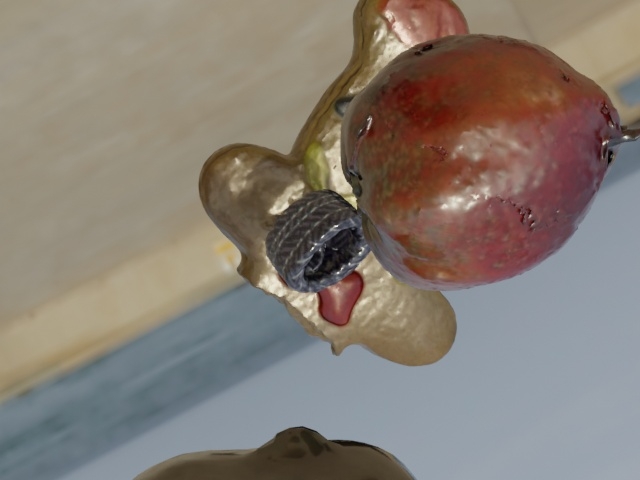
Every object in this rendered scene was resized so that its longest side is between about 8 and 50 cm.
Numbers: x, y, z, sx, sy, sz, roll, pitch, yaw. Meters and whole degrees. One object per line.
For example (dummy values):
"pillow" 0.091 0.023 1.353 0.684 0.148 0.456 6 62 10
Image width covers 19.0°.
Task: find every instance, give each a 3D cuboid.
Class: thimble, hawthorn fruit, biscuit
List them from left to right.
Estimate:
"thimble" -0.002 0.001 2.003 0.104 0.066 0.095 -27 141 -20
"biscuit" 0.090 -0.058 2.203 0.394 0.368 0.076 -47 -164 -1
"hawthorn fruit" 0.132 -0.057 1.351 0.235 0.181 0.181 -8 179 3

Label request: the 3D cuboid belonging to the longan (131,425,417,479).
"longan" -0.035 0.276 1.396 0.297 0.297 0.297 -28 178 -1
